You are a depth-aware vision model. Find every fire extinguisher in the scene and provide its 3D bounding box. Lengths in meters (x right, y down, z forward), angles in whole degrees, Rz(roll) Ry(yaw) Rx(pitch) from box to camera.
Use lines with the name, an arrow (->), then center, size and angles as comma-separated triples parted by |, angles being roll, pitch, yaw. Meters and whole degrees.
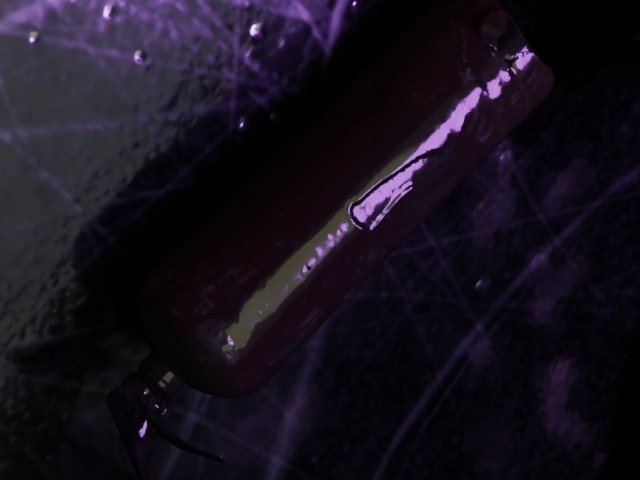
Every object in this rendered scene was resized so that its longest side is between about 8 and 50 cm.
fire extinguisher -> 0.000, 0.000, 0.633 | 0.267, 0.089, 0.072 | -45, 148, -13

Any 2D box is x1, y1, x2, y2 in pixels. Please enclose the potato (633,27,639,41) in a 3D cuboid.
potato -> 0.264, -0.179, 0.692 | 0.296, 0.191, 0.141 | -54, 147, -4
